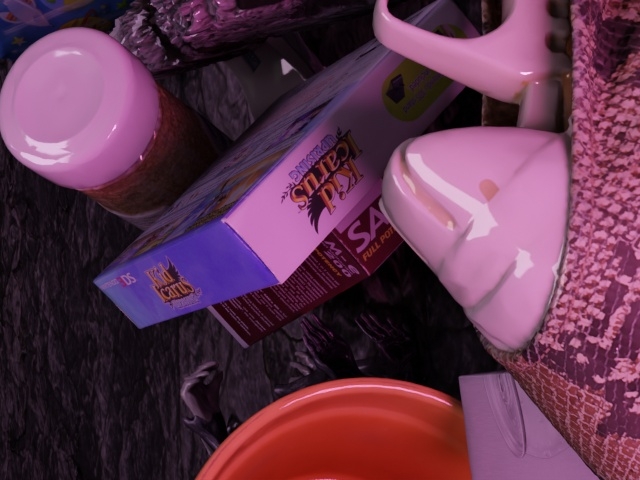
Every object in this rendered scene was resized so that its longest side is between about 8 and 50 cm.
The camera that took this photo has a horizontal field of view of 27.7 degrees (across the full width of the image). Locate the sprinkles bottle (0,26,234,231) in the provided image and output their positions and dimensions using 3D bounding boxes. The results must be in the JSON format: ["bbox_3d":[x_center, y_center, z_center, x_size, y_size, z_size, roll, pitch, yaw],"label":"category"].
[{"bbox_3d":[-0.138,-0.064,1.146,0.121,0.355,0.121,-6,73,19],"label":"sprinkles bottle"}]

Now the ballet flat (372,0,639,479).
[{"bbox_3d":[0.115,-0.090,0.729,0.164,0.182,0.482,134,141,-64],"label":"ballet flat"}]

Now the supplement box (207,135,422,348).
[{"bbox_3d":[0.000,0.000,1.096,0.073,0.130,0.239,48,148,-4],"label":"supplement box"}]

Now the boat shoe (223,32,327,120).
[{"bbox_3d":[-0.031,-0.157,1.196,0.079,0.081,0.227,-47,69,37],"label":"boat shoe"}]

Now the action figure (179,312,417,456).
[{"bbox_3d":[-0.030,0.158,1.161,0.275,0.164,0.141,-49,63,40],"label":"action figure"}]

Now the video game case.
[{"bbox_3d":[-0.028,-0.049,0.964,0.061,0.244,0.269,49,153,-11],"label":"video game case"}]

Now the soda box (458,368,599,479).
[{"bbox_3d":[0.203,0.119,0.787,0.286,0.091,0.098,-14,80,61],"label":"soda box"}]

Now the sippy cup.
[{"bbox_3d":[-0.279,-0.310,1.395,0.305,0.224,0.240,61,-179,-2],"label":"sippy cup"}]

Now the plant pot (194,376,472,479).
[{"bbox_3d":[0.021,0.261,0.976,0.203,0.291,0.290,127,134,-72],"label":"plant pot"}]

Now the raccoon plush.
[{"bbox_3d":[-0.090,-0.305,1.012,0.446,0.216,0.299,-10,94,41],"label":"raccoon plush"}]
